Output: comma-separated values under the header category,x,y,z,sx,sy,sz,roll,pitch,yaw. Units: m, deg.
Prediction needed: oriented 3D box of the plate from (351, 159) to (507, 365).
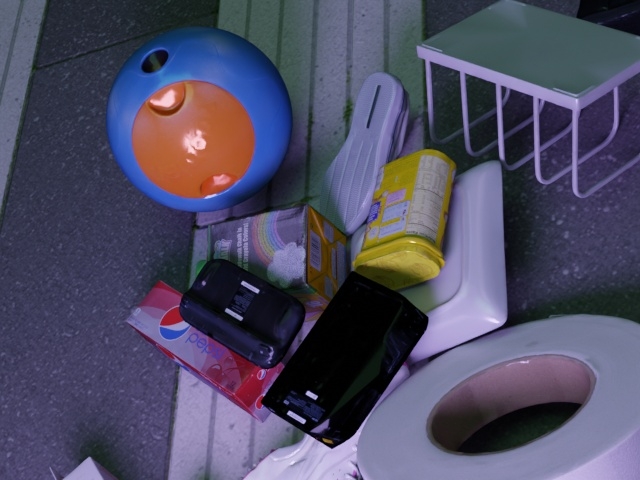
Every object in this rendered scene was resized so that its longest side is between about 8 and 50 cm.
category,x,y,z,sx,sy,sz,roll,pitch,yaw
plate,0.131,0.039,1.878,0.277,0.045,0.278,-28,42,36

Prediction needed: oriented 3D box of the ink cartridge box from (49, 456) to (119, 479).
category,x,y,z,sx,sy,sz,roll,pitch,yaw
ink cartridge box,-0.292,0.369,1.881,0.061,0.104,0.181,-40,47,-4

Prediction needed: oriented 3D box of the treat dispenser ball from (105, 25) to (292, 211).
category,x,y,z,sx,sy,sz,roll,pitch,yaw
treat dispenser ball,-0.187,-0.187,2.128,0.288,0.288,0.288,-15,50,19

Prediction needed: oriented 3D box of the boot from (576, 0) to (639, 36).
category,x,y,z,sx,sy,sz,roll,pitch,yaw
boot,0.488,-0.397,2.037,0.247,0.094,0.207,-12,54,29

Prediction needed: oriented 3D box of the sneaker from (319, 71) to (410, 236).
category,x,y,z,sx,sy,sz,roll,pitch,yaw
sneaker,0.079,-0.122,2.067,0.094,0.091,0.258,20,88,33

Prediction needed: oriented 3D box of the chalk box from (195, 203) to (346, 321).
category,x,y,z,sx,sy,sz,roll,pitch,yaw
chalk box,-0.083,0.046,1.980,0.213,0.132,0.132,-11,64,25

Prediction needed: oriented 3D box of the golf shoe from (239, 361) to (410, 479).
category,x,y,z,sx,sy,sz,roll,pitch,yaw
golf shoe,0.024,0.286,1.778,0.306,0.115,0.140,-47,56,0

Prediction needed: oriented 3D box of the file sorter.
category,x,y,z,sx,sy,sz,roll,pitch,yaw
file sorter,0.306,-0.198,1.907,0.193,0.173,0.278,-32,40,-32

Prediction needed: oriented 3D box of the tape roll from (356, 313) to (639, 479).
category,x,y,z,sx,sy,sz,roll,pitch,yaw
tape roll,0.233,0.215,1.610,0.392,0.072,0.392,-21,19,7

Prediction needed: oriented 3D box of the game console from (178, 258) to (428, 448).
category,x,y,z,sx,sy,sz,roll,pitch,yaw
game console,-0.044,0.113,1.818,0.361,0.044,0.213,27,75,38

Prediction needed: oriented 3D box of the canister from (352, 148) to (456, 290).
category,x,y,z,sx,sy,sz,roll,pitch,yaw
canister,0.117,-0.029,1.848,0.126,0.073,0.169,-20,46,43

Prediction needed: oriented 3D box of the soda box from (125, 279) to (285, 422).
category,x,y,z,sx,sy,sz,roll,pitch,yaw
soda box,-0.161,0.156,1.980,0.263,0.092,0.083,27,73,41

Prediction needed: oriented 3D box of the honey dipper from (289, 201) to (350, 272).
category,x,y,z,sx,sy,sz,roll,pitch,yaw
honey dipper,0.000,0.000,2.057,0.030,0.030,0.160,-37,50,-1
